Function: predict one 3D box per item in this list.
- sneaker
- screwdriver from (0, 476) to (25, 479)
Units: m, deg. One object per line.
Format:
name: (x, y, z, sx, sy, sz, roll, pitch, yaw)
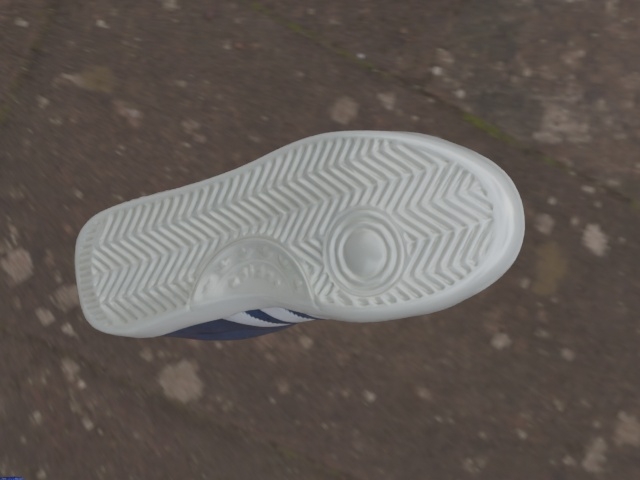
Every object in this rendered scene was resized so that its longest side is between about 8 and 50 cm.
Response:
sneaker: (0.000, 0.000, 1.259, 0.148, 0.350, 0.131, 4, 82, -57)
screwdriver: (-0.167, 0.150, 1.093, 0.170, 0.025, 0.024, 3, 90, -21)
